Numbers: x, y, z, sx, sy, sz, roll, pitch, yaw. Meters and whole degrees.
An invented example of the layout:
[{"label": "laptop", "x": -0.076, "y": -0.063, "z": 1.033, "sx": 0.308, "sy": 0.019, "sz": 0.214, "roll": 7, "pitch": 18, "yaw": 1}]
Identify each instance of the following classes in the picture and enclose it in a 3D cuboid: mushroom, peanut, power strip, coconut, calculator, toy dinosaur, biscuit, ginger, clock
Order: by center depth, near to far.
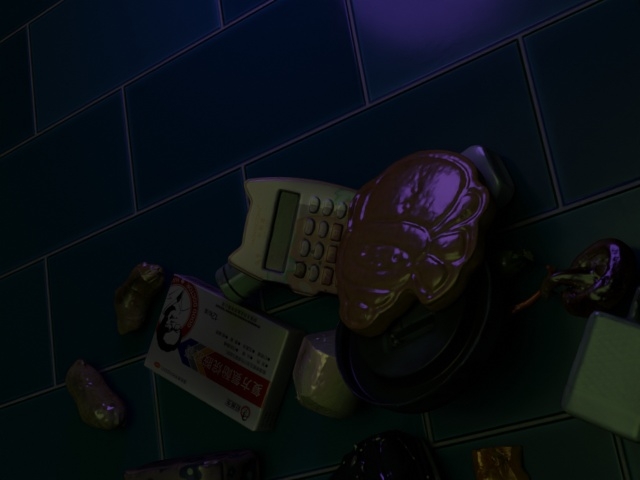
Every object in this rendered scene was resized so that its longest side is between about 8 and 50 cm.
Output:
[{"label": "power strip", "x": 0.475, "y": 0.177, "z": 1.503, "sx": 0.139, "sy": 0.140, "sz": 0.224, "roll": 20, "pitch": 93, "yaw": 39}, {"label": "mushroom", "x": 0.426, "y": 0.067, "z": 1.589, "sx": 0.170, "sy": 0.080, "sz": 0.135, "roll": -20, "pitch": 32, "yaw": 40}, {"label": "clock", "x": 0.164, "y": 0.135, "z": 1.679, "sx": 0.325, "sy": 0.067, "sz": 0.325, "roll": -28, "pitch": 45, "yaw": 32}, {"label": "biscuit", "x": 0.151, "y": -0.006, "z": 1.701, "sx": 0.312, "sy": 0.057, "sz": 0.351, "roll": -8, "pitch": 56, "yaw": 44}, {"label": "toy dinosaur", "x": 0.281, "y": 0.125, "z": 1.705, "sx": 0.279, "sy": 0.101, "sz": 0.055, "roll": -45, "pitch": 32, "yaw": 32}, {"label": "coconut", "x": 0.027, "y": 0.236, "z": 1.834, "sx": 0.147, "sy": 0.147, "sz": 0.152, "roll": 29, "pitch": 103, "yaw": 38}, {"label": "calculator", "x": 0.000, "y": 0.000, "z": 1.892, "sx": 0.330, "sy": 0.048, "sz": 0.220, "roll": 13, "pitch": 91, "yaw": 11}, {"label": "ginger", "x": -0.407, "y": 0.125, "z": 2.235, "sx": 0.095, "sy": 0.069, "sz": 0.190, "roll": 47, "pitch": 111, "yaw": 39}, {"label": "peanut", "x": -0.511, "y": 0.353, "z": 2.258, "sx": 0.214, "sy": 0.099, "sz": 0.099, "roll": 47, "pitch": 109, "yaw": 32}]

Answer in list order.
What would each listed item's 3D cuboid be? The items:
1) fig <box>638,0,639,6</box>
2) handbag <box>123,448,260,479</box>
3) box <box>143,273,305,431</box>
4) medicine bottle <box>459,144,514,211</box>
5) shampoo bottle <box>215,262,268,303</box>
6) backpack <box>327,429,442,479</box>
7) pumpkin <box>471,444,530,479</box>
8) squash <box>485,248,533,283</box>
[{"label": "fig", "x": 0.578, "y": -0.405, "z": 1.524, "sx": 0.181, "sy": 0.181, "sz": 0.191, "roll": 2, "pitch": 56, "yaw": 38}, {"label": "handbag", "x": -0.246, "y": 0.521, "z": 1.970, "sx": 0.251, "sy": 0.190, "sz": 0.193, "roll": -13, "pitch": 84, "yaw": 31}, {"label": "box", "x": -0.205, "y": 0.224, "z": 2.066, "sx": 0.353, "sy": 0.069, "sz": 0.214, "roll": 22, "pitch": 95, "yaw": 40}, {"label": "medicine bottle", "x": 0.245, "y": -0.078, "z": 1.773, "sx": 0.183, "sy": 0.069, "sz": 0.119, "roll": -37, "pitch": 58, "yaw": 25}, {"label": "shampoo bottle", "x": -0.087, "y": 0.026, "z": 1.988, "sx": 0.262, "sy": 0.085, "sz": 0.085, "roll": -35, "pitch": 62, "yaw": 20}, {"label": "backpack", "x": 0.083, "y": 0.457, "z": 1.750, "sx": 0.258, "sy": 0.133, "sz": 0.206, "roll": -49, "pitch": 38, "yaw": 29}, {"label": "pumpkin", "x": 0.295, "y": 0.379, "z": 1.668, "sx": 0.101, "sy": 0.035, "sz": 0.073, "roll": -17, "pitch": 74, "yaw": 32}, {"label": "squash", "x": 0.260, "y": 0.071, "z": 1.735, "sx": 0.252, "sy": 0.066, "sz": 0.066, "roll": -32, "pitch": 64, "yaw": 29}]
